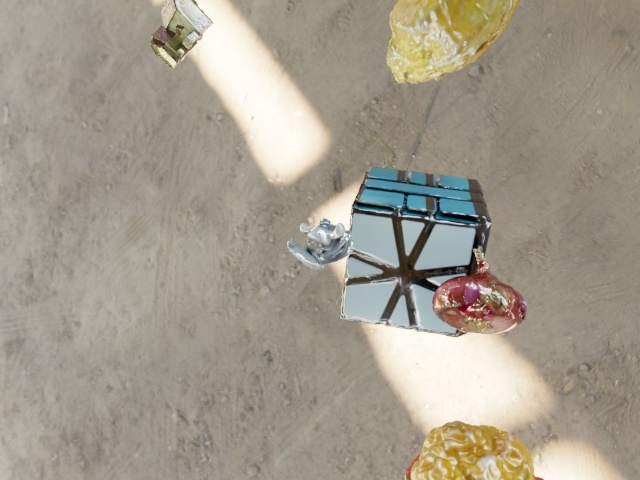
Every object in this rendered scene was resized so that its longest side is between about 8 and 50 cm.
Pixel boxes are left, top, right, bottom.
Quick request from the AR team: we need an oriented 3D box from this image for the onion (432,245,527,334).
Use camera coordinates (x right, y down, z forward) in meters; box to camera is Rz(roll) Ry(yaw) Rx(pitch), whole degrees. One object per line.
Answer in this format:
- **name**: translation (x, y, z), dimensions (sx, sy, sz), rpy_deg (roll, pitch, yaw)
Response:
- **onion**: translation (0.261, 0.078, 0.888), dimensions (0.150, 0.150, 0.140), rpy_deg (-6, 63, 33)

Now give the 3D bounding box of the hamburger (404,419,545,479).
- **hamburger**: translation (0.257, 0.399, 0.889), dimensions (0.237, 0.237, 0.149), rpy_deg (14, 128, 32)

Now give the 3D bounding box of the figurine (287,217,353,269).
- **figurine**: translation (0.000, 0.000, 0.850), dimensions (0.086, 0.082, 0.094), rpy_deg (-51, 49, 3)

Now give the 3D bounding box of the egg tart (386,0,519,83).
- **egg tart**: translation (0.278, -0.509, 1.140), dimensions (0.339, 0.153, 0.351), rpy_deg (-60, 29, -1)

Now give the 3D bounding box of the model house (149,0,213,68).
- **model house**: translation (-0.178, -0.260, 0.663), dimensions (0.057, 0.058, 0.083), rpy_deg (-53, 21, -19)

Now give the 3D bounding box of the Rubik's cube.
- **Rubik's cube**: translation (0.208, 0.016, 1.221), dimensions (0.288, 0.283, 0.293), rpy_deg (7, 116, 10)
